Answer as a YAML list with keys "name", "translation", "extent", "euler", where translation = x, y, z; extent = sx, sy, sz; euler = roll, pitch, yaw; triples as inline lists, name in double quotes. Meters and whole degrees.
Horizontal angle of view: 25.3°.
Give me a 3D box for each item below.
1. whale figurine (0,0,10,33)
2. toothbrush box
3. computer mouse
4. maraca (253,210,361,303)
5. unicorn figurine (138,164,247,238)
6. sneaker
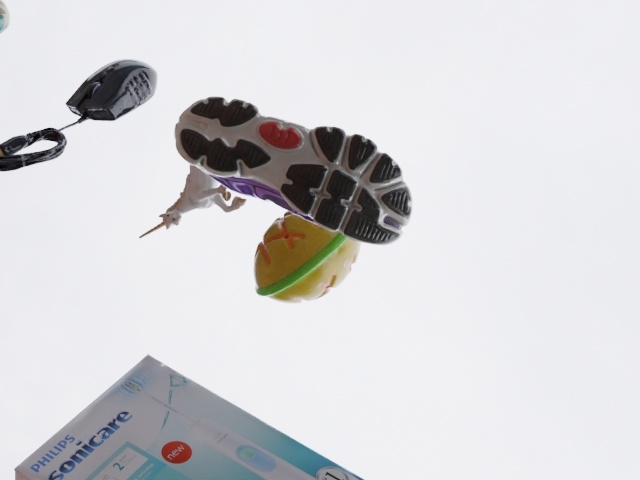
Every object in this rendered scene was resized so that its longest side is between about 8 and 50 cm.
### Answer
- name: "whale figurine"
  translation: [-0.385, -0.245, 1.216]
  extent: [0.272, 0.141, 0.216]
  euler: [49, -37, 5]
- name: "toothbrush box"
  translation: [-0.131, 0.278, 1.457]
  extent: [0.295, 0.216, 0.126]
  euler: [27, -47, 23]
- name: "computer mouse"
  translation: [-0.241, -0.128, 1.388]
  extent: [0.071, 0.242, 0.041]
  euler: [13, -58, 26]
- name: "maraca"
  translation: [0.000, 0.000, 1.579]
  extent: [0.099, 0.185, 0.127]
  euler: [54, -21, -16]
- name: "unicorn figurine"
  translation: [-0.137, -0.070, 1.667]
  extent: [0.111, 0.060, 0.162]
  euler: [6, -99, 45]
- name: "sneaker"
  translation: [-0.017, -0.048, 0.969]
  extent: [0.170, 0.071, 0.068]
  euler: [25, -101, 5]
